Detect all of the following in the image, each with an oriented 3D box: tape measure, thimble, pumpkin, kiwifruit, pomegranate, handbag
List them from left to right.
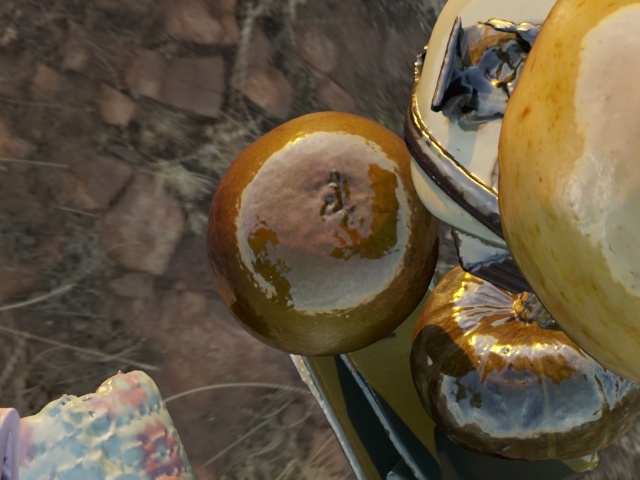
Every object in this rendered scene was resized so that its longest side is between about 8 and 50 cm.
[{"bbox_3d":[-0.219,0.222,1.474,0.185,0.211,0.149,-22,83,-20],"label":"thimble"},{"bbox_3d":[0.000,0.000,1.250,0.196,0.234,0.195,3,73,-11],"label":"kiwifruit"},{"bbox_3d":[0.112,0.143,1.446,0.079,0.248,0.260,-46,62,37],"label":"handbag"},{"bbox_3d":[0.185,0.092,1.336,0.219,0.219,0.162,6,132,9],"label":"pumpkin"},{"bbox_3d":[0.153,-0.066,1.016,0.231,0.133,0.271,-4,72,42],"label":"tape measure"},{"bbox_3d":[0.164,-0.023,0.609,0.196,0.196,0.196,0,88,8],"label":"pomegranate"}]

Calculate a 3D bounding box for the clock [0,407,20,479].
[{"bbox_3d":[-0.247,0.260,1.056,0.080,0.275,0.290,1,83,14],"label":"clock"}]
